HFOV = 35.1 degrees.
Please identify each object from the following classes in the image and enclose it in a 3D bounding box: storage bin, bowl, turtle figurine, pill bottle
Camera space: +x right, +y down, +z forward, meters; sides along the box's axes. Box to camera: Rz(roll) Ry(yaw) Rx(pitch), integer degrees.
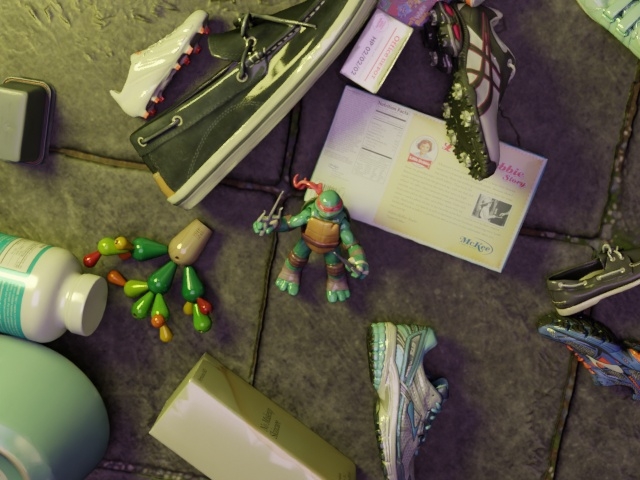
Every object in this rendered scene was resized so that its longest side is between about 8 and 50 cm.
[{"bbox_3d":[-0.466,-0.179,1.525,0.098,0.091,0.135,11,99,1],"label":"storage bin"},{"bbox_3d":[-0.493,0.313,1.532,0.311,0.163,0.311,3,118,6],"label":"bowl"},{"bbox_3d":[0.000,0.000,1.482,0.175,0.234,0.118,25,56,12],"label":"turtle figurine"},{"bbox_3d":[-0.461,0.068,1.523,0.264,0.146,0.146,14,100,9],"label":"pill bottle"}]

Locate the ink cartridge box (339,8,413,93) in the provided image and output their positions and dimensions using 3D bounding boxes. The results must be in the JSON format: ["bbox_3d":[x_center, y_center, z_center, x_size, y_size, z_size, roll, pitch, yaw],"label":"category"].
[{"bbox_3d":[0.079,-0.269,1.439,0.061,0.181,0.104,30,99,-3],"label":"ink cartridge box"}]

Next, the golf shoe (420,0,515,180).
[{"bbox_3d":[0.232,-0.222,1.449,0.120,0.105,0.273,-7,76,-13],"label":"golf shoe"}]

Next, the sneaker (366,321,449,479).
[{"bbox_3d":[0.143,0.265,1.570,0.122,0.110,0.283,-5,100,0],"label":"sneaker"}]

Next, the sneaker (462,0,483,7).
[{"bbox_3d":[0.230,-0.414,1.459,0.065,0.061,0.158,24,75,20],"label":"sneaker"}]

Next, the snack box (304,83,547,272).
[{"bbox_3d":[0.157,-0.095,1.528,0.322,0.060,0.187,20,101,-1],"label":"snack box"}]

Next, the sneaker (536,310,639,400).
[{"bbox_3d":[0.431,0.182,1.557,0.221,0.083,0.087,26,108,1],"label":"sneaker"}]

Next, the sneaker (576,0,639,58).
[{"bbox_3d":[0.461,-0.319,1.430,0.256,0.151,0.094,43,101,-4],"label":"sneaker"}]

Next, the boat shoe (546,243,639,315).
[{"bbox_3d":[0.440,0.041,1.533,0.206,0.075,0.065,-29,101,12],"label":"boat shoe"}]

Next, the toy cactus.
[{"bbox_3d":[-0.239,0.043,1.558,0.219,0.112,0.180,38,89,6],"label":"toy cactus"}]

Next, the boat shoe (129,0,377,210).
[{"bbox_3d":[-0.083,-0.259,1.449,0.156,0.187,0.500,44,105,-8],"label":"boat shoe"}]

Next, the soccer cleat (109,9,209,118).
[{"bbox_3d":[-0.240,-0.272,1.513,0.076,0.068,0.196,38,102,-1],"label":"soccer cleat"}]

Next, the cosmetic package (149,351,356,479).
[{"bbox_3d":[-0.098,0.323,1.564,0.309,0.160,0.113,38,98,-5],"label":"cosmetic package"}]

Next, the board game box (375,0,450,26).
[{"bbox_3d":[0.146,-0.400,1.489,0.168,0.033,0.133,-43,95,9],"label":"board game box"}]
